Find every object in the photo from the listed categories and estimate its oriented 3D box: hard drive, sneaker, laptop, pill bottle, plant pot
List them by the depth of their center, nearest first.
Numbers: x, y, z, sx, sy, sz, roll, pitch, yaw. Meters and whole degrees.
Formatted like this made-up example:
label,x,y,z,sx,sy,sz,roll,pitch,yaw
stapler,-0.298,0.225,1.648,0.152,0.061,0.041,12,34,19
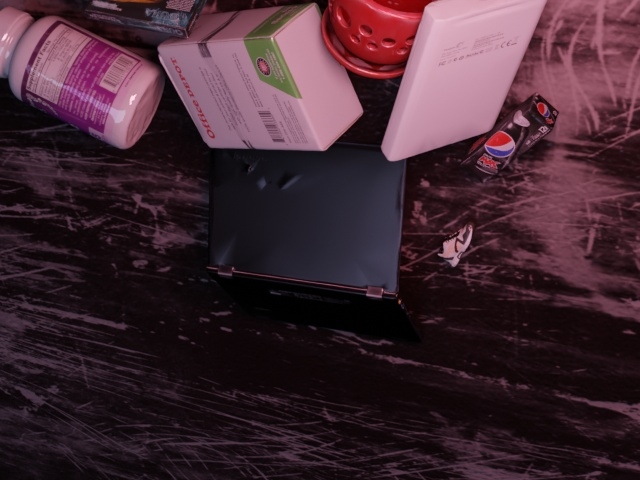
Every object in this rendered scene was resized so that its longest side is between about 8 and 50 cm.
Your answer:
label,x,y,z,sx,sy,sz,roll,pitch,yaw
plant pot,0.101,-0.349,1.671,0.191,0.191,0.174,25,148,3
hard drive,0.213,-0.252,1.680,0.040,0.203,0.307,60,155,26
pill bottle,-0.444,-0.297,1.987,0.301,0.169,0.169,26,134,3
sneaker,0.245,0.003,2.012,0.043,0.040,0.109,29,134,3
laptop,0.000,0.000,2.140,0.381,0.236,0.408,8,159,20

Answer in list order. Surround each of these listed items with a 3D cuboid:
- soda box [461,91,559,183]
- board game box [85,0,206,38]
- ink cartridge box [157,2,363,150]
label,x,y,z,sx,sy,sz,roll,pitch,yaw
soda box,0.308,-0.166,1.823,0.053,0.060,0.169,40,133,-10
board game box,-0.282,-0.404,1.851,0.186,0.126,0.026,14,153,15
ink cartridge box,-0.103,-0.265,1.836,0.289,0.121,0.211,7,132,44
